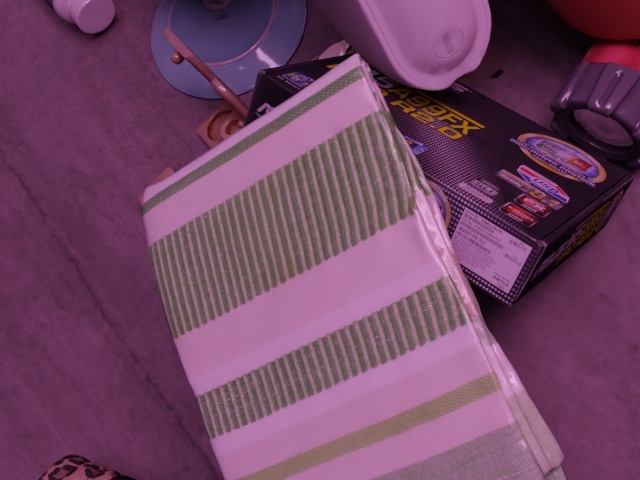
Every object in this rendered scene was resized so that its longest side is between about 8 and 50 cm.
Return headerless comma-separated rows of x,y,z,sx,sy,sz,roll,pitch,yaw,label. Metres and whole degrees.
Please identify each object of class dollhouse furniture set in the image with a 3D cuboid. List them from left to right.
-0.134,-0.087,0.779,0.151,0.123,0.144,-45,52,3,dollhouse furniture set

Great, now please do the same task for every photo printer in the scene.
0.016,-0.274,0.648,0.107,0.307,0.256,-34,42,3,photo printer

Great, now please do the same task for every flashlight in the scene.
0.325,-0.211,0.721,0.304,0.103,0.103,-54,30,-10,flashlight

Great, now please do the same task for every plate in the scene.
-0.108,-0.247,0.892,0.188,0.024,0.188,-5,72,15,plate

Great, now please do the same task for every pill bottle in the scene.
-0.293,-0.297,0.937,0.067,0.067,0.120,-43,67,-1,pill bottle

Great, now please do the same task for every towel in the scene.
0.000,0.063,0.587,0.247,0.038,0.325,-28,78,23,towel

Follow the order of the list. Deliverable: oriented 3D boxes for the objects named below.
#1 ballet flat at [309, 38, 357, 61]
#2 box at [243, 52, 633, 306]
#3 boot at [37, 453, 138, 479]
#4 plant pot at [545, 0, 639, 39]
0.050,-0.198,0.815,0.168,0.052,0.057,-38,66,1,ballet flat
0.103,-0.074,0.681,0.270,0.216,0.060,35,125,23,box
-0.153,0.373,0.642,0.284,0.138,0.377,13,73,18,boot
0.233,-0.309,0.615,0.275,0.243,0.275,-21,47,25,plant pot
